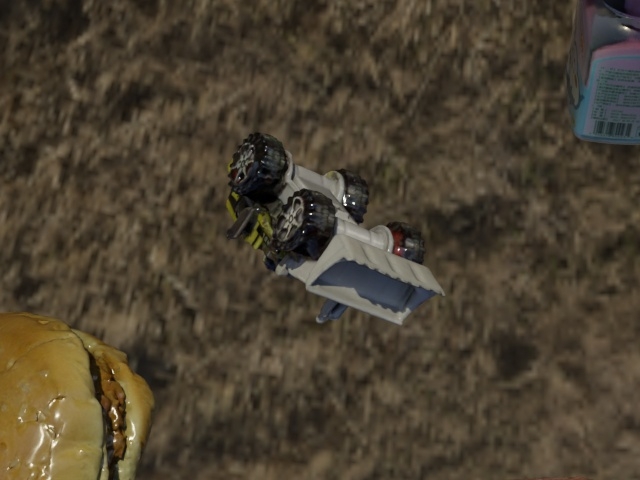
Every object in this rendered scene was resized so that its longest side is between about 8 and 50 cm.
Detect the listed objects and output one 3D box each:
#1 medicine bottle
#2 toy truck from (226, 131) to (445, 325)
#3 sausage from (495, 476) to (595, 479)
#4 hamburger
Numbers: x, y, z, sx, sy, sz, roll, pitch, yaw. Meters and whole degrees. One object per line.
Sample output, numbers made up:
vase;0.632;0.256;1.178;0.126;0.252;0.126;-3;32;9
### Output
medicine bottle;0.264;-0.182;1.466;0.094;0.119;0.188;3;142;2
toy truck;0.000;0.000;1.554;0.136;0.286;0.111;21;105;-30
sausage;0.201;0.294;1.657;0.254;0.148;0.148;-12;133;24
hamburger;-0.268;0.201;1.468;0.144;0.283;0.259;19;172;-40
